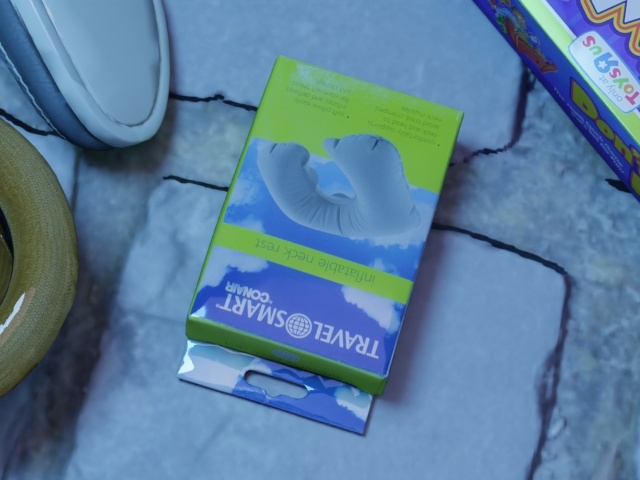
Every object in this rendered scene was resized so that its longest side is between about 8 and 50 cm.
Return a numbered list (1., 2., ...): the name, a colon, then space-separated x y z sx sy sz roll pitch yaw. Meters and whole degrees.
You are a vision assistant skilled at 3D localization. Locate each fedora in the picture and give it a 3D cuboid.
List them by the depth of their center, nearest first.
1. fedora: -0.212 0.017 0.771 0.194 0.079 0.194 0 68 0

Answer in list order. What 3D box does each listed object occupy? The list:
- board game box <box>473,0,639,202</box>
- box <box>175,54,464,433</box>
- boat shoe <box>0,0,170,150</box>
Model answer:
1. board game box: 0.271 -0.090 0.834 0.233 0.078 0.347 -37 78 -4
2. box: 0.000 0.000 0.818 0.109 0.042 0.178 17 69 1
3. boat shoe: -0.184 -0.179 0.853 0.099 0.116 0.319 -31 80 29
